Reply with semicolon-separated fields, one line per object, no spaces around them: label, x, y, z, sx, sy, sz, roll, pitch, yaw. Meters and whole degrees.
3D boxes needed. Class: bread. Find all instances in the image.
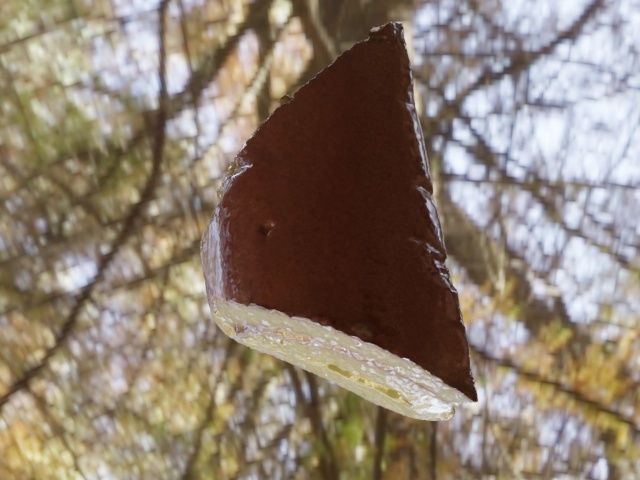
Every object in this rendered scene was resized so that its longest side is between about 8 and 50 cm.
bread;0.000;0.000;0.840;0.119;0.067;0.192;-15;-118;8
